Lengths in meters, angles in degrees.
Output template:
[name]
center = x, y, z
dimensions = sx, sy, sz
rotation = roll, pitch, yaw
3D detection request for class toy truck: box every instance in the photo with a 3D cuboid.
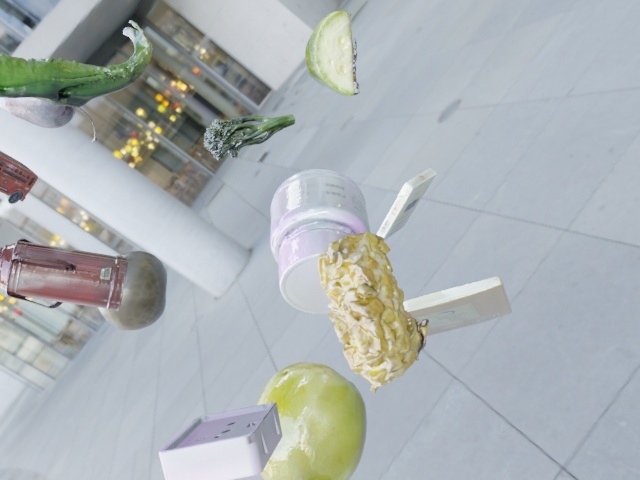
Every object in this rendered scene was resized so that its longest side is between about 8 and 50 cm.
[toy truck]
center = -0.883, -0.193, 1.725
dimensions = 0.114, 0.108, 0.252
rotation = -52, -15, -5

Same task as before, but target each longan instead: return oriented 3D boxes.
[longan]
center = -0.499, 0.132, 1.701
dimensions = 0.198, 0.198, 0.212
rotation = -91, 7, -67

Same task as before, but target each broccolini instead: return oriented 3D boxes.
[broccolini]
center = -0.144, -0.228, 1.336
dimensions = 0.203, 0.091, 0.068
rotation = -21, 20, -12

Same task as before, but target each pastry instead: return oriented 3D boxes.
[pastry]
center = 0.082, 0.109, 1.004
dimensions = 0.103, 0.249, 0.154
rotation = -23, -5, 32

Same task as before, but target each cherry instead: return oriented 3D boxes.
[cherry]
center = -0.541, -0.260, 1.257
dimensions = 0.148, 0.115, 0.188
rotation = -26, -19, -20

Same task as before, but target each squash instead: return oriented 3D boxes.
[squash]
center = 0.013, -0.400, 1.390
dimensions = 0.093, 0.169, 0.252
rotation = -8, 18, -5

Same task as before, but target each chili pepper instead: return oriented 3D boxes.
[chili pepper]
center = -0.339, -0.176, 0.617
dimensions = 0.359, 0.084, 0.076
rotation = -9, -9, -40

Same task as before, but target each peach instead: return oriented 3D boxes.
[peach]
center = -0.026, 0.473, 1.604
dimensions = 0.314, 0.282, 0.315
rotation = 80, -156, -46

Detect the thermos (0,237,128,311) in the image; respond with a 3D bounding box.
[thermos]
center = -0.437, 0.051, 1.040
dimensions = 0.124, 0.232, 0.098
rotation = 142, 135, -59

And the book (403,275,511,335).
[book]
center = 0.301, 0.165, 1.485
dimensions = 0.269, 0.389, 0.032
rotation = -17, 70, 13

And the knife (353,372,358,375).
[knife]
center = 0.123, 0.373, 1.837
dimensions = 0.054, 0.015, 0.212
rotation = -31, -5, -10

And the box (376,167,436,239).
[box]
center = 0.175, -0.071, 1.329
dimensions = 0.090, 0.024, 0.166
rotation = -32, -22, -40

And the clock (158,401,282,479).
[clock]
center = -0.147, 0.318, 1.009
dimensions = 0.150, 0.063, 0.197
rotation = -13, -2, 6

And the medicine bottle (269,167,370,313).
[medicine bottle]
center = 0.000, 0.000, 1.532
dimensions = 0.241, 0.241, 0.301
rotation = -44, 31, 30
